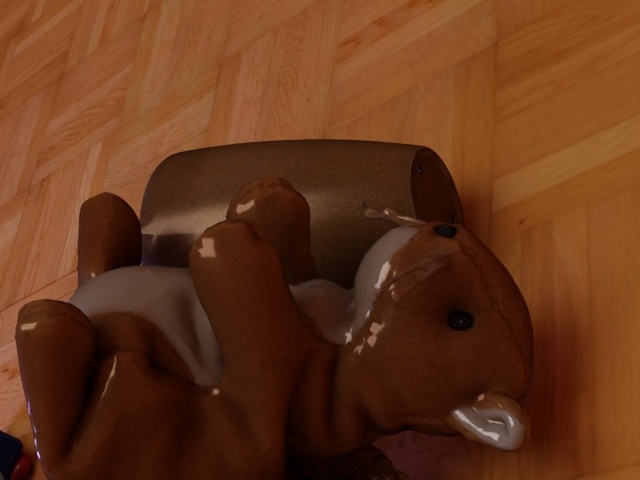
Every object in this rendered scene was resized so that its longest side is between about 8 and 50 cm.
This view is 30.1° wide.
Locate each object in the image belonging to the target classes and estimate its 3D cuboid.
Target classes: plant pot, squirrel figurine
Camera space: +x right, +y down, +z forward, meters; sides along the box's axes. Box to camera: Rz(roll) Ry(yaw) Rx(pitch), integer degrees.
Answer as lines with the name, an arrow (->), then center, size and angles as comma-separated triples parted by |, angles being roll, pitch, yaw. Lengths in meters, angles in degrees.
plant pot -> 0.000, 0.000, 1.136 | 0.254, 0.237, 0.237 | -13, 52, 27
squirrel figurine -> -0.013, 0.147, 0.961 | 0.281, 0.370, 0.397 | -90, -5, -77

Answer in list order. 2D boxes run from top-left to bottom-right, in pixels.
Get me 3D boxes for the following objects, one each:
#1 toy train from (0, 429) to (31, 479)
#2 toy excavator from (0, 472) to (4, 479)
toy train -> -0.486, 0.352, 1.564 | 0.248, 0.105, 0.143 | -62, 23, -7
toy excavator -> -0.464, 0.386, 1.210 | 0.445, 0.222, 0.433 | -3, 39, 52
